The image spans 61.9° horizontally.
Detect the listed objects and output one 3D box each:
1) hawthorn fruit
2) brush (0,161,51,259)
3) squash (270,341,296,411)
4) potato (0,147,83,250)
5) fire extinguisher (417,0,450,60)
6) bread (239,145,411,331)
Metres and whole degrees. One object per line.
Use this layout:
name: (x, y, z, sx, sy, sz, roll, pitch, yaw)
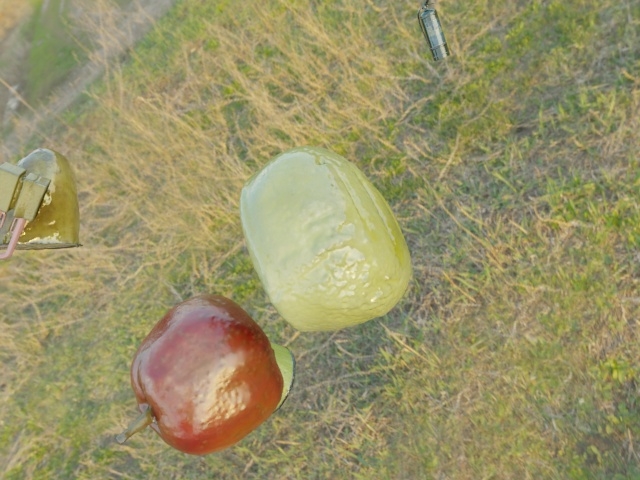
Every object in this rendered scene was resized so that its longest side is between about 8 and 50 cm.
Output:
hawthorn fruit: (-0.240, 0.271, 1.016, 0.287, 0.287, 0.330, 13, 36, 41)
brush: (-0.712, -0.055, 1.229, 0.233, 0.103, 0.047, -59, 21, 19)
squash: (-0.176, 0.390, 1.517, 0.220, 0.133, 0.220, -35, 44, 43)
potato: (-0.729, -0.106, 1.385, 0.229, 0.229, 0.266, -4, 82, 33)
fire extinguisher: (0.156, -0.297, 0.751, 0.025, 0.083, 0.038, -35, 22, -31)
bread: (0.010, -0.006, 0.906, 0.237, 0.320, 0.320, -28, 44, 8)
